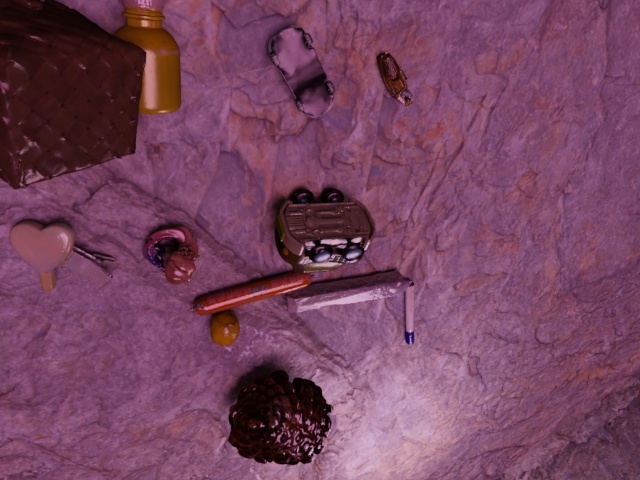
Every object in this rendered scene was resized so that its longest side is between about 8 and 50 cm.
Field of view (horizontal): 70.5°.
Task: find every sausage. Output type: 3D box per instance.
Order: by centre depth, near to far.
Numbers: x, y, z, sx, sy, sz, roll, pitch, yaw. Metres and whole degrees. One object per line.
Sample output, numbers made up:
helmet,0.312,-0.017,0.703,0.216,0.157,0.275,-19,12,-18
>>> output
sausage,-0.177,0.139,1.233,0.348,0.053,0.053,-14,123,-17

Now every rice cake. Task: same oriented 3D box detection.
rice cake,0.085,0.150,1.355,0.400,0.064,0.070,-6,130,-21

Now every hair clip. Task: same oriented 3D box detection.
hair clip,-0.569,0.039,0.991,0.159,0.071,0.219,-46,122,9

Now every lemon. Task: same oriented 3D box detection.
lemon,-0.262,0.245,1.240,0.082,0.082,0.110,-2,123,-24

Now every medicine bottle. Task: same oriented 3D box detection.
medicine bottle,-0.321,-0.351,0.833,0.122,0.122,0.212,-5,120,-22

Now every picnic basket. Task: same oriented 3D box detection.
picnic basket,-0.482,-0.257,0.719,0.291,0.321,0.254,-41,158,-57

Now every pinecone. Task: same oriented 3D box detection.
pinecone,-0.110,0.538,1.385,0.298,0.242,0.296,-45,124,13

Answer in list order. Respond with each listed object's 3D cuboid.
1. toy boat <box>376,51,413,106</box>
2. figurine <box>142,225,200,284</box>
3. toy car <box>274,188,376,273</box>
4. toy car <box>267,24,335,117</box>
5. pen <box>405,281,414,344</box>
toy boat,0.180,-0.385,1.088,0.047,0.049,0.149,-39,127,0
figurine,-0.331,0.038,1.055,0.114,0.157,0.126,-6,118,-46
toy car,0.000,0.000,1.175,0.248,0.204,0.198,-4,143,-21
toy car,-0.039,-0.365,0.995,0.095,0.056,0.204,-35,130,-2
pen,0.302,0.248,1.531,0.033,0.033,0.268,-17,125,-15
